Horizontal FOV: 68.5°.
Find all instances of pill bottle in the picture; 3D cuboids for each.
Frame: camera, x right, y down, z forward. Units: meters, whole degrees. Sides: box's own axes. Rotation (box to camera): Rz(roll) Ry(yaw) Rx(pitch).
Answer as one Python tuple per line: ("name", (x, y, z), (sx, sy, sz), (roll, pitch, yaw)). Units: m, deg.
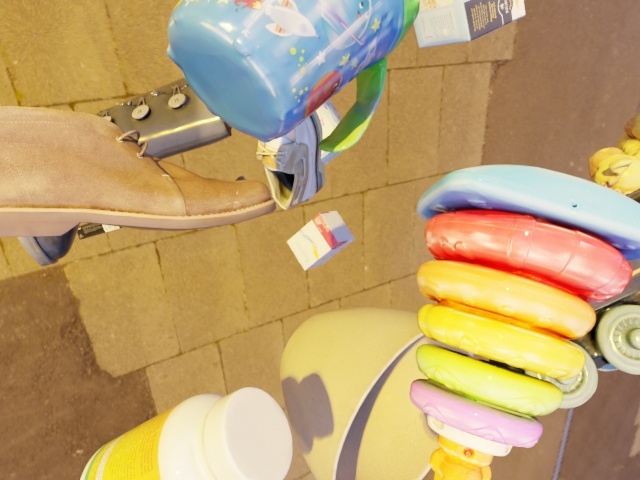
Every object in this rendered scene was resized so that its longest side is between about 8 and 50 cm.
("pill bottle", (-0.131, 0.222, 0.460), (0.208, 0.118, 0.117), (-32, 132, 26))

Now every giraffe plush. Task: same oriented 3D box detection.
("giraffe plush", (0.590, -0.131, 0.886), (0.170, 0.210, 0.182), (-19, 112, 0))

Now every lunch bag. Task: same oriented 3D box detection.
("lunch bag", (-0.034, -0.422, 1.768), (0.224, 0.279, 0.107), (-37, 163, 22))

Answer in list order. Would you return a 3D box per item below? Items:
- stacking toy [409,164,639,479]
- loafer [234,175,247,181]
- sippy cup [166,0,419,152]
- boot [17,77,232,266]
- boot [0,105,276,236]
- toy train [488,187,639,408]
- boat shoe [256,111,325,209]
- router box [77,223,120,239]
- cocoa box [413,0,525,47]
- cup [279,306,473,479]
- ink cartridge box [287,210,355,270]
("stacking toy", (0.136, 0.107, 0.383), (0.175, 0.166, 0.302), (16, 83, 3))
("loafer", (-0.294, -0.151, 1.594), (0.148, 0.056, 0.050), (-45, 130, 12))
("sippy cup", (-0.043, -0.245, 0.532), (0.305, 0.240, 0.224), (39, 70, -6))
("boot", (-0.400, -0.172, 1.001), (0.444, 0.367, 0.146), (-17, 151, -7))
("boot", (-0.178, -0.064, 0.458), (0.305, 0.112, 0.115), (-2, 92, -35))
("toy train", (0.335, 0.071, 0.582), (0.333, 0.190, 0.142), (-27, 162, 6))
("boat shoe", (-0.063, -0.172, 0.890), (0.103, 0.113, 0.302), (-47, 147, -21))
("router box", (-0.665, -0.056, 1.499), (0.133, 0.178, 0.046), (-40, 115, -64))
("cocoa box", (0.388, -0.758, 1.320), (0.227, 0.231, 0.347), (-30, 117, -17))
("cup", (0.065, 0.244, 0.799), (0.330, 0.236, 0.332), (-20, 122, -36))
("ink cartridge box", (0.000, 0.000, 1.640), (0.176, 0.127, 0.128), (-40, 167, 28))
